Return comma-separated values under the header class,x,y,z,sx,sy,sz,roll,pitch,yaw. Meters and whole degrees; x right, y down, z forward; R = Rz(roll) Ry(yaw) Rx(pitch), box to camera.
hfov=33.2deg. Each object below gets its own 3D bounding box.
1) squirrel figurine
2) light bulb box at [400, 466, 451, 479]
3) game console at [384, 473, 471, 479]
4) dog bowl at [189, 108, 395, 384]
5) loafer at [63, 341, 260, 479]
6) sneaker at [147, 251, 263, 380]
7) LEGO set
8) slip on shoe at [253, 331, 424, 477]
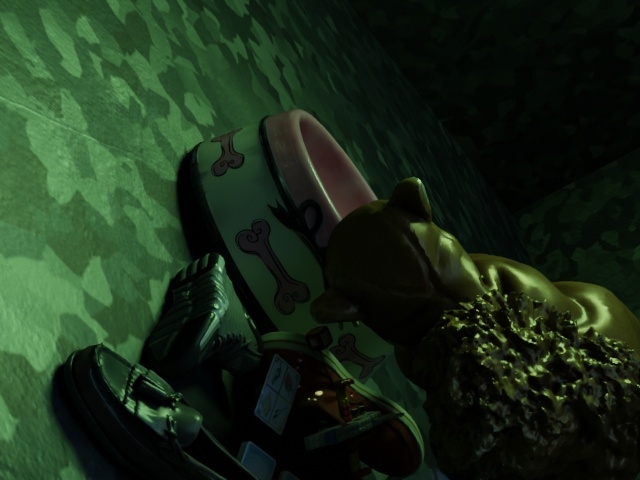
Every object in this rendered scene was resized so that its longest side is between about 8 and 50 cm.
class,x,y,z,sx,sy,sz,roll,pitch,yaw
squirrel figurine,0.180,0.102,1.167,0.370,0.281,0.397,41,2,-20
light bulb box,0.129,0.470,1.030,0.361,0.225,0.358,46,23,-44
game console,0.212,0.429,1.429,0.293,0.173,0.250,63,17,2
dog bowl,0.000,0.000,1.470,0.408,0.150,0.408,53,13,-19
loafer,-0.122,0.186,0.986,0.267,0.084,0.096,54,18,-24
sneaker,-0.107,0.111,1.155,0.132,0.086,0.229,58,16,-20
LEGO set,0.000,0.220,1.170,0.182,0.060,0.244,46,49,-35
slip on shoe,0.021,0.228,1.322,0.331,0.123,0.101,45,45,-43
